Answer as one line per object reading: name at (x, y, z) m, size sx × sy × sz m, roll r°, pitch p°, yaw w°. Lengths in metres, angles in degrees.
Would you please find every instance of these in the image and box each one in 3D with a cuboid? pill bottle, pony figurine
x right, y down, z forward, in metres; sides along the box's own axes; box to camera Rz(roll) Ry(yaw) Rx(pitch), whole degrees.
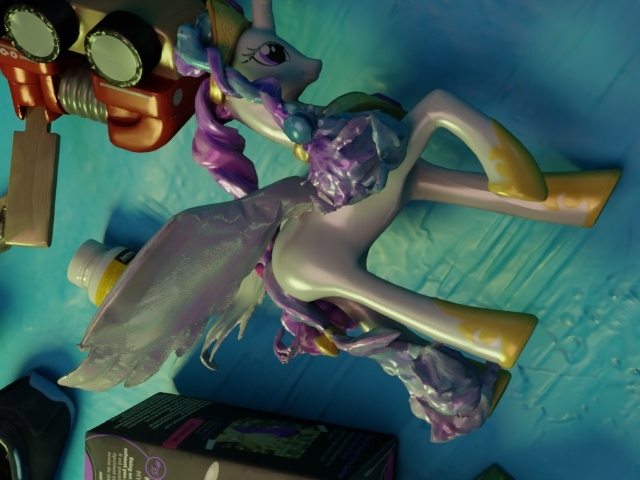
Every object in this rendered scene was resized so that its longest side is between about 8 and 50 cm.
pill bottle at (-0.184, 0.045, 1.271) m, size 0.116 × 0.065 × 0.065 m, roll 27°, pitch 127°, yaw 13°
pony figurine at (0.000, 0.000, 1.041) m, size 0.363 × 0.303 × 0.351 m, roll 29°, pitch 101°, yaw 11°

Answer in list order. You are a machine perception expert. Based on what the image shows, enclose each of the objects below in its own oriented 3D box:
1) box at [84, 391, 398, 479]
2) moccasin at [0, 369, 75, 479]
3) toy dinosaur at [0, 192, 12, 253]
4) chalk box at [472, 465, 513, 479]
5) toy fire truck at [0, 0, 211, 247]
box at (-0.076, 0.258, 1.255) m, size 0.270 × 0.143 × 0.165 m, roll 8°, pitch 103°, yaw 22°
moccasin at (-0.379, 0.285, 1.489) m, size 0.137 × 0.117 × 0.342 m, roll 28°, pitch 128°, yaw 13°
toy dinosaur at (-0.412, 0.008, 1.385) m, size 0.118 × 0.064 × 0.268 m, roll 46°, pitch 133°, yaw -10°
chalk box at (0.143, 0.307, 1.198) m, size 0.213 × 0.132 × 0.132 m, roll 42°, pitch 130°, yaw 0°
toy fire truck at (-0.208, -0.117, 1.151) m, size 0.217 × 0.158 × 0.246 m, roll 18°, pitch 136°, yaw 19°
